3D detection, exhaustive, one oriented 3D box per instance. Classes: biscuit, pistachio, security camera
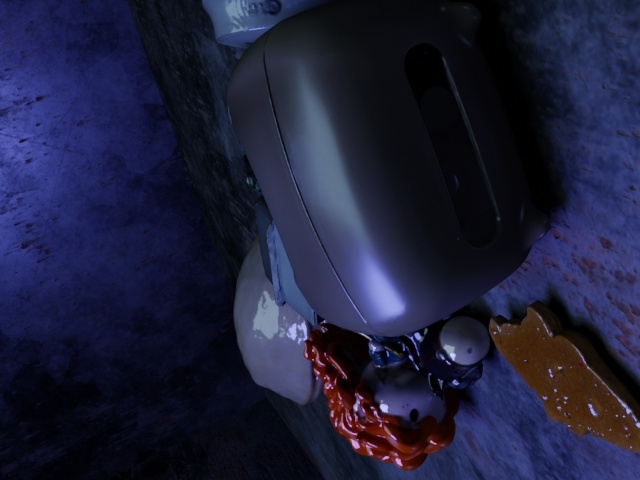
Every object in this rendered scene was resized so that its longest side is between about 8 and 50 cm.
[{"bbox_3d":[0.310,0.169,0.893,0.280,0.043,0.183,34,148,53],"label":"biscuit"},{"bbox_3d":[-0.061,0.170,1.667,0.365,0.281,0.445,-125,32,-57],"label":"pistachio"},{"bbox_3d":[-0.062,-0.252,1.041,0.191,0.197,0.277,-64,-31,-79],"label":"security camera"}]

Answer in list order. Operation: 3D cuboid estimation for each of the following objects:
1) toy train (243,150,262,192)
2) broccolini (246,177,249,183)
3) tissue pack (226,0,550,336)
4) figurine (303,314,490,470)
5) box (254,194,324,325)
[{"bbox_3d":[-0.063,-0.150,1.397,0.198,0.154,0.107,28,136,65],"label":"toy train"},{"bbox_3d":[-0.128,-0.168,1.576,0.051,0.054,0.239,28,-157,-8],"label":"broccolini"},{"bbox_3d":[0.079,-0.091,0.843,0.277,0.267,0.387,-9,104,58],"label":"tissue pack"},{"bbox_3d":[0.132,0.187,1.202,0.306,0.241,0.411,34,135,13],"label":"figurine"},{"bbox_3d":[0.000,0.000,1.305,0.166,0.220,0.290,41,153,26],"label":"box"}]
